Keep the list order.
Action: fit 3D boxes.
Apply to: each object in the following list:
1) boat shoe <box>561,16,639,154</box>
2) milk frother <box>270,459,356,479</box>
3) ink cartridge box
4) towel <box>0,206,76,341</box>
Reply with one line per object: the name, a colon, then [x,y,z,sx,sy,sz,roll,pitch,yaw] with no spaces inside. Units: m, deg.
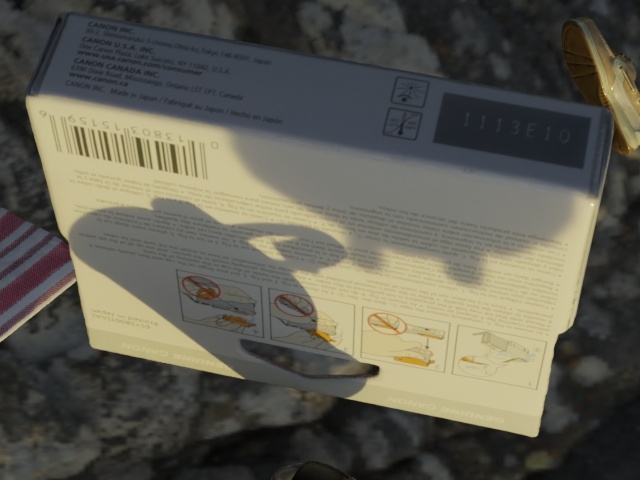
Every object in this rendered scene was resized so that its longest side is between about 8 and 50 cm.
boat shoe: [0.254,-0.142,1.446,0.045,0.050,0.135,-35,116,-15]
milk frother: [0.013,0.202,0.869,0.143,0.129,0.134,33,52,0]
ink cartridge box: [0.000,0.000,0.864,0.275,0.239,0.060,11,58,7]
towel: [-0.288,0.015,1.225,0.144,0.197,0.029,-43,151,-43]
